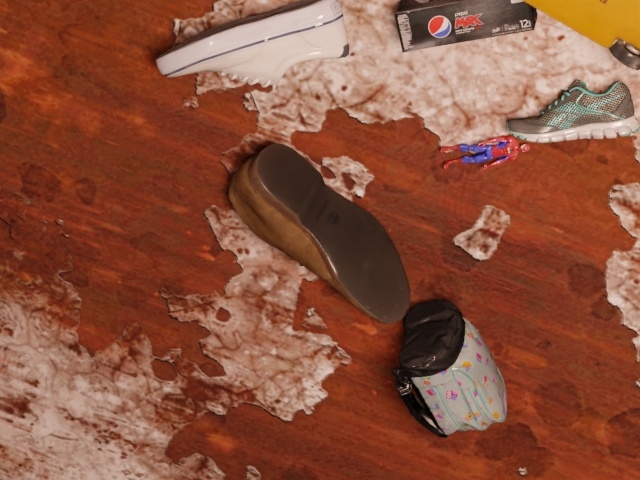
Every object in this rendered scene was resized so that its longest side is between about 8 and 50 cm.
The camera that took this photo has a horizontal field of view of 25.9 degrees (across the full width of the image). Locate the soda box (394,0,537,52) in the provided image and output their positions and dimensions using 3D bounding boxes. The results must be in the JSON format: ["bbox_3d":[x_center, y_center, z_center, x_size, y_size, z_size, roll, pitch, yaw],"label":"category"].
[{"bbox_3d":[0.180,-0.279,1.722,0.169,0.060,0.053,-7,115,16],"label":"soda box"}]

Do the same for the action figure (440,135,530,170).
[{"bbox_3d":[0.216,-0.114,1.815,0.115,0.030,0.038,-8,109,15],"label":"action figure"}]

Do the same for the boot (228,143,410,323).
[{"bbox_3d":[0.000,0.000,1.901,0.305,0.112,0.115,47,144,-13],"label":"boot"}]

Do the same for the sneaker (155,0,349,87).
[{"bbox_3d":[-0.087,-0.238,1.788,0.258,0.094,0.091,-13,108,19],"label":"sneaker"}]

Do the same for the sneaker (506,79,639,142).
[{"bbox_3d":[0.317,-0.164,1.755,0.167,0.065,0.076,-5,98,12],"label":"sneaker"}]

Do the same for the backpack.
[{"bbox_3d":[0.182,0.187,1.909,0.115,0.152,0.182,-11,125,28],"label":"backpack"}]

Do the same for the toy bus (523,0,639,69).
[{"bbox_3d":[0.290,-0.325,1.632,0.333,0.130,0.108,29,118,-2],"label":"toy bus"}]
